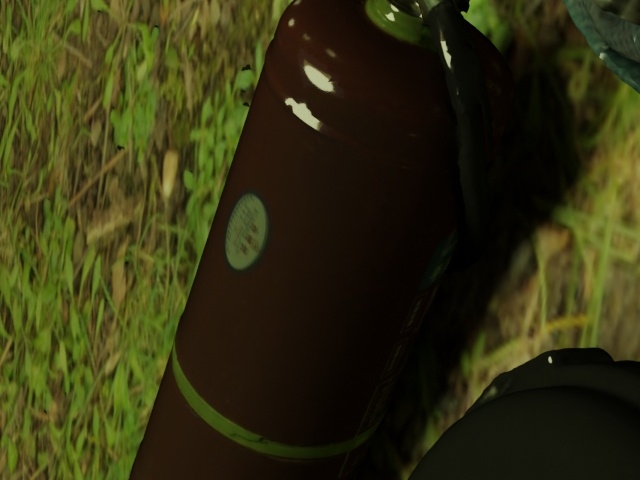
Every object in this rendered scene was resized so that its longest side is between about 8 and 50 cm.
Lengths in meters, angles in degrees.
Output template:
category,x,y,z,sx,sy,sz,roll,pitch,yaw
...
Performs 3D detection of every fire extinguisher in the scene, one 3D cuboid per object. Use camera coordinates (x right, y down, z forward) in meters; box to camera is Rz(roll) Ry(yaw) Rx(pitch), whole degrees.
category,x,y,z,sx,sy,sz,roll,pitch,yaw
fire extinguisher,0.000,0.000,0.753,0.141,0.105,0.341,-116,38,-45

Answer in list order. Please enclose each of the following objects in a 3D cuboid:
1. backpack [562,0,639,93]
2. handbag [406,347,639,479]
category,x,y,z,sx,sy,sz,roll,pitch,yaw
backpack,0.169,-0.112,0.327,0.317,0.197,0.283,-131,40,-52
handbag,0.080,0.182,0.574,0.254,0.093,0.308,-118,42,-51
